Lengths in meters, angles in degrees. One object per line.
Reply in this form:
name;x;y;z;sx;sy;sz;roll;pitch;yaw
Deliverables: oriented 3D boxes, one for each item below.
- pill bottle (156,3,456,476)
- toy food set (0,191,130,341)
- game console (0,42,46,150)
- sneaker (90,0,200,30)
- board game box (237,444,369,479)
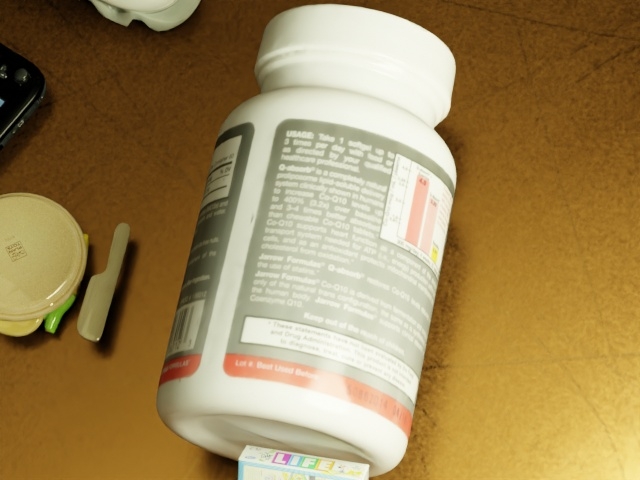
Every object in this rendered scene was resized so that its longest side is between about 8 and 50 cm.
pill bottle;0.000;0.000;1.657;0.210;0.210;0.363;9;70;11
toy food set;-0.273;0.020;1.770;0.192;0.038;0.132;15;68;2
game console;-0.406;-0.045;1.819;0.213;0.044;0.361;35;76;18
sneaker;-0.272;-0.310;1.852;0.330;0.146;0.122;18;74;15
board game box;-0.017;0.247;1.609;0.103;0.026;0.154;8;114;11
